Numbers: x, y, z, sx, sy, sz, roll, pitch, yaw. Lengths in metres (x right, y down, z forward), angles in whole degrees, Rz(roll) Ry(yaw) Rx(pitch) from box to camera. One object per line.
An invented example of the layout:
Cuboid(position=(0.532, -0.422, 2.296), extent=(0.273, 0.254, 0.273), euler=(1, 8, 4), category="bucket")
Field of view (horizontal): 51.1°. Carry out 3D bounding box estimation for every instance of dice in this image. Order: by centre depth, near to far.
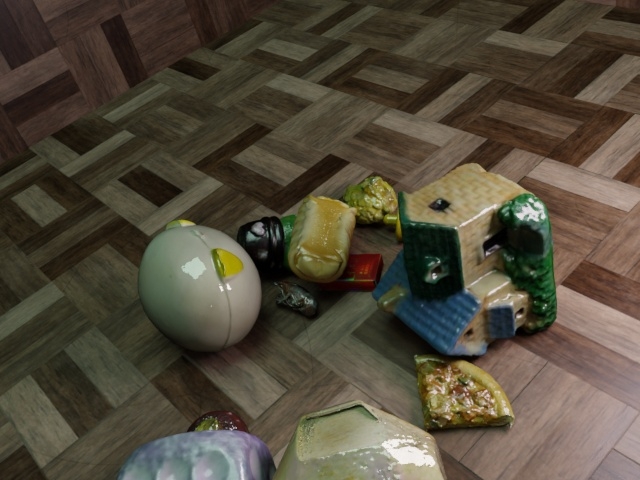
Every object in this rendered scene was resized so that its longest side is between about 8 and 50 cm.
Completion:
Cuboid(position=(-0.227, 0.533, 1.287), extent=(0.270, 0.271, 0.270), euler=(-14, 58, 7), category="dice")

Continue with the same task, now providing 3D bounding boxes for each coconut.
Cuboid(position=(0.072, 0.470, 1.269), extent=(0.352, 0.352, 0.352), euler=(-10, 40, 9), category="coconut")

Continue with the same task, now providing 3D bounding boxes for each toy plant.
Cuboid(position=(-0.126, 0.008, 1.996), extent=(0.235, 0.175, 0.218), euler=(2, 43, -20), category="toy plant")

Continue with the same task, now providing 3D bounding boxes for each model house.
Cuboid(position=(0.319, 0.067, 1.580), extent=(0.342, 0.382, 0.334), euler=(-27, 38, -20), category="model house")

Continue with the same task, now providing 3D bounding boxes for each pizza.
Cuboid(position=(0.297, 0.351, 1.517), extent=(0.197, 0.058, 0.292), euler=(-36, 43, -20), category="pizza")

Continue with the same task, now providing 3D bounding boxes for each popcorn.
Cuboid(position=(0.156, -0.126, 2.069), extent=(0.173, 0.142, 0.173), euler=(-33, 29, 21), category="popcorn")

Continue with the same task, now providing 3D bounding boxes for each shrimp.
Cuboid(position=(-0.078, 0.156, 1.873), extent=(0.190, 0.075, 0.073), euler=(27, 88, 32), category="shrimp")

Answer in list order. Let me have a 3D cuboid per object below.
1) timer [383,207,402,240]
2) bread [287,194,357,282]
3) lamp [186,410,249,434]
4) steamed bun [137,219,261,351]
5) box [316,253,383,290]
Cuboid(position=(0.236, -0.051, 1.962), extent=(0.109, 0.107, 0.107), euler=(4, 43, 9), category="timer")
Cuboid(position=(0.000, 0.000, 1.888), extent=(0.173, 0.121, 0.311), euler=(17, 42, -2), category="bread")
Cuboid(position=(-0.242, 0.458, 1.528), extent=(0.156, 0.135, 0.157), euler=(-22, 38, -6), category="lamp")
Cuboid(position=(-0.324, 0.124, 1.794), extent=(0.334, 0.334, 0.374), euler=(-38, 47, -23), category="steamed bun")
Cuboid(position=(0.084, 0.089, 1.903), extent=(0.175, 0.048, 0.112), euler=(-1, 43, 18), category="box")
